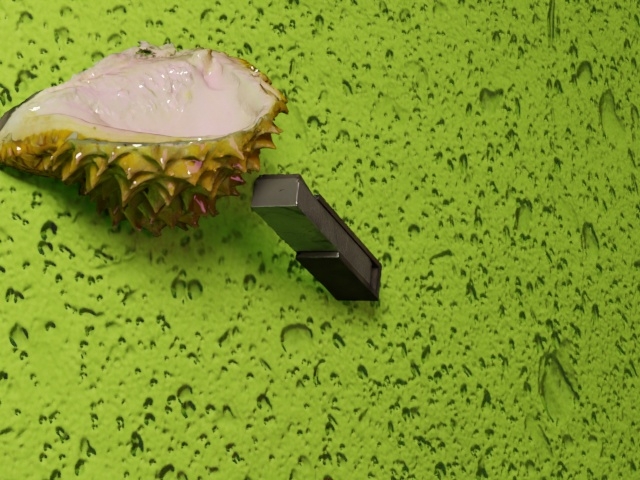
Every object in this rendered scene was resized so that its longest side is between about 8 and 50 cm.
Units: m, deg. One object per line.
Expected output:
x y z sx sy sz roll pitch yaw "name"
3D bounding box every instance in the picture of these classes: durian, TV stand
-0.130 -0.091 1.600 0.305 0.195 0.185 -17 101 -48 "durian"
0.000 0.000 1.737 0.256 0.049 0.040 46 47 -61 "TV stand"

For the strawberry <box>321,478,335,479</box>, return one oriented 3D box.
0.038 0.333 1.651 0.288 0.238 0.250 43 49 -20 "strawberry"
